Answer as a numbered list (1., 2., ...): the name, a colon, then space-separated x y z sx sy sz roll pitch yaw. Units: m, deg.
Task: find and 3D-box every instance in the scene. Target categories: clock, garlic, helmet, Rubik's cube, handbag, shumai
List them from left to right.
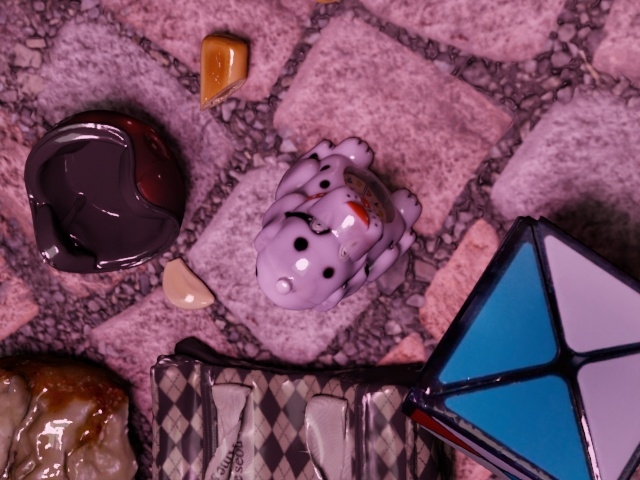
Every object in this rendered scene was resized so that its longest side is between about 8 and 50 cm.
1. shumai: -0.398 0.327 1.673 0.397 0.324 0.323 19 100 35
2. helmet: -0.271 -0.064 1.520 0.189 0.193 0.216 -30 113 24
3. garlic: -0.187 0.065 1.633 0.053 0.041 0.083 -38 88 23
4. handbag: -0.035 0.297 1.614 0.416 0.180 0.317 1 103 24
5. clock: 0.002 -0.003 1.422 0.188 0.254 0.189 5 109 14
6. Rubik's cube: 0.257 0.149 1.349 0.248 0.250 0.246 31 81 7

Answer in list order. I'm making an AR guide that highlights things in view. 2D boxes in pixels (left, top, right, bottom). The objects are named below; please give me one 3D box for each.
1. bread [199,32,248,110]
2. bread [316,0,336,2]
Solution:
1. bread: -0.119 -0.206 1.491 0.062 0.049 0.103 14 117 22
2. bread: 0.003 -0.362 1.364 0.134 0.085 0.173 -31 98 27
